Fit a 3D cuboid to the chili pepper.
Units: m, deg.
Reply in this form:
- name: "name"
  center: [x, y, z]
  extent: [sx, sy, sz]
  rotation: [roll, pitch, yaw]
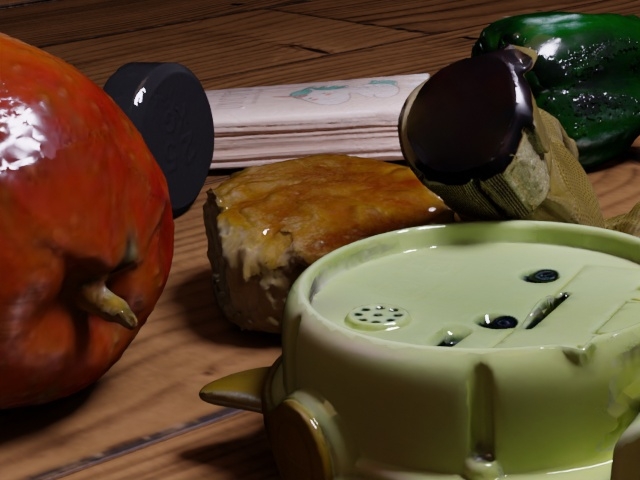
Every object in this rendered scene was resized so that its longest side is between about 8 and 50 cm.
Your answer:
- name: "chili pepper"
  center: [0.219, -0.150, 1.407]
  extent: [0.261, 0.165, 0.174]
  rotation: [-14, 32, -21]

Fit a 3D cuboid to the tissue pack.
- name: "tissue pack"
  center: [-0.036, -0.129, 1.531]
  extent: [0.325, 0.071, 0.170]
  rotation: [-4, 20, 5]

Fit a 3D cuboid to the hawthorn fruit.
- name: "hawthorn fruit"
  center: [-0.232, -0.009, 0.923]
  extent: [0.300, 0.275, 0.275]
  rotation: [26, 31, 29]

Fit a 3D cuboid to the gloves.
- name: "gloves"
  center: [0.178, -0.029, 1.024]
  extent: [0.154, 0.141, 0.331]
  rotation: [14, -8, 40]

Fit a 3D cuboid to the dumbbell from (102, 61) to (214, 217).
- name: "dumbbell"
  center: [-0.232, -0.102, 1.367]
  extent: [0.218, 0.152, 0.152]
  rotation: [4, 20, 26]

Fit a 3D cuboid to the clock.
- name: "clock"
  center: [0.107, 0.074, 0.809]
  extent: [0.348, 0.117, 0.286]
  rotation: [7, 20, 30]

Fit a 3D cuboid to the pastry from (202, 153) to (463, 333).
- name: "pastry"
  center: [0.000, 0.000, 1.086]
  extent: [0.229, 0.100, 0.218]
  rotation: [17, 32, 38]
